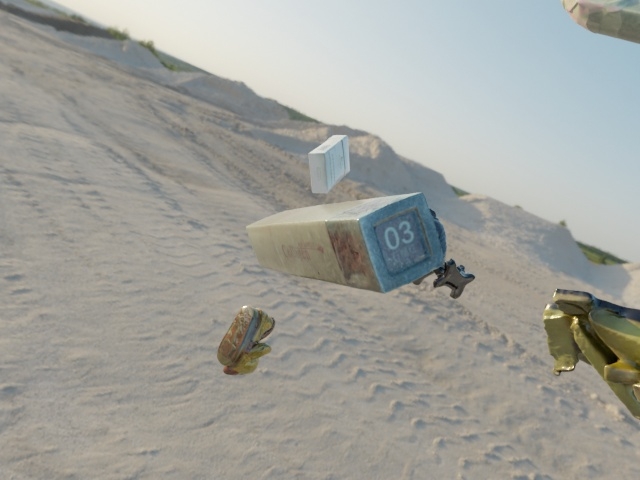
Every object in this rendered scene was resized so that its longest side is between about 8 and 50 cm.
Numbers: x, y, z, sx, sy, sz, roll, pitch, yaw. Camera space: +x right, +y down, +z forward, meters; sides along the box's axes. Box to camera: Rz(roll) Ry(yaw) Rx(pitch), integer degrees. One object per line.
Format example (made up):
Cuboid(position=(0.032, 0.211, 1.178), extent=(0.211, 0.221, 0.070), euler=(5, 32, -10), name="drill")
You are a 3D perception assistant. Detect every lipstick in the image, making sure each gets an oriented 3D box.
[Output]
Cuboid(position=(0.000, 0.000, 0.606), extent=(0.080, 0.076, 0.371), euler=(-24, 10, -22), name="lipstick")

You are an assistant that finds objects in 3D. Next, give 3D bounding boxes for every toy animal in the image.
Cuboid(position=(0.234, 0.023, 1.062), extent=(0.121, 0.117, 0.210), euler=(20, 39, -42), name="toy animal")

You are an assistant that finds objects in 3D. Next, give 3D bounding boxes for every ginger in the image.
Cuboid(position=(0.656, 0.276, 1.097), extent=(0.358, 0.211, 0.413), euler=(19, -19, 11), name="ginger")

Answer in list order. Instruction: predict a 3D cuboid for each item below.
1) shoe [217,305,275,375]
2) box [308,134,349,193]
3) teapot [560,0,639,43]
Cuboid(position=(-0.110, 0.159, 0.767), extent=(0.072, 0.109, 0.069), euler=(0, -16, 40), name="shoe")
Cuboid(position=(0.022, -0.163, 1.026), extent=(0.040, 0.084, 0.154), euler=(1, 25, 21), name="box")
Cuboid(position=(0.353, -0.281, 0.473), extent=(0.178, 0.221, 0.163), euler=(24, 15, 37), name="teapot")
